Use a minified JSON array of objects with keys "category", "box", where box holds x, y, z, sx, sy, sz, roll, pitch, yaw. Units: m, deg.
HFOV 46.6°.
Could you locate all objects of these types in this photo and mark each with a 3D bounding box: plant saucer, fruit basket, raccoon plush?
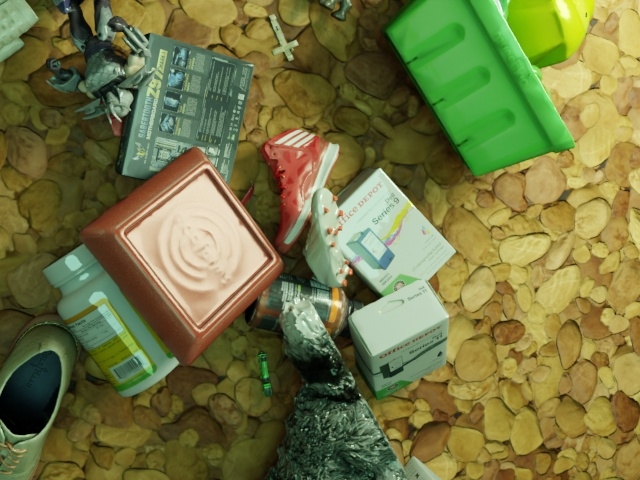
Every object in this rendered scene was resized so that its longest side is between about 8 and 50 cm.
[{"category":"plant saucer","box":[-0.191,0.014,1.147,0.258,0.047,0.259,55,52,-13]},{"category":"fruit basket","box":[0.333,-0.339,1.272,0.391,0.283,0.392,0,106,2]},{"category":"raccoon plush","box":[-0.059,0.336,1.270,0.299,0.216,0.447,-29,102,-4]}]

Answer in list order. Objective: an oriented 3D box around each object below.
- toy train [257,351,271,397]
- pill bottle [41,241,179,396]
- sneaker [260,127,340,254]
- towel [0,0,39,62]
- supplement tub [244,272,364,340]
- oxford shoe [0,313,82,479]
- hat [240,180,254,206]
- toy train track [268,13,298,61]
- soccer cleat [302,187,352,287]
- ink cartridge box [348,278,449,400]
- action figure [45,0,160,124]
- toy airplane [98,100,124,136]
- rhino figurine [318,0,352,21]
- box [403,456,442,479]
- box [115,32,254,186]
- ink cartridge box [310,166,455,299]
[{"category":"toy train","box":[-0.100,0.243,1.341,0.017,0.023,0.083,-9,98,-12]},{"category":"pill bottle","box":[-0.339,0.120,1.215,0.136,0.136,0.246,-34,102,-7]},{"category":"sneaker","box":[-0.063,-0.093,1.284,0.128,0.087,0.221,26,69,-5]},{"category":"towel","box":[-0.646,-0.372,1.143,0.324,0.056,0.312,-37,100,-5]},{"category":"supplement tub","box":[-0.027,0.120,1.303,0.197,0.106,0.106,15,93,-14]},{"category":"oxford shoe","box":[-0.508,0.313,1.188,0.140,0.146,0.397,21,94,-17]},{"category":"hat","box":[-0.193,0.040,1.297,0.208,0.183,0.173,-22,105,35]},{"category":"toy train track","box":[-0.067,-0.352,1.289,0.048,0.014,0.083,-26,101,-9]},{"category":"soccer cleat","box":[0.000,0.000,1.231,0.076,0.068,0.196,8,129,25]},{"category":"ink cartridge box","box":[0.138,0.176,1.295,0.153,0.208,0.087,-26,58,-8]},{"category":"action figure","box":[-0.351,-0.311,1.151,0.185,0.099,0.285,-21,80,16]},{"category":"toy airplane","box":[-0.303,-0.228,1.241,0.151,0.028,0.151,-2,97,-14]},{"category":"rhino figurine","box":[-0.040,-0.476,1.253,0.243,0.073,0.106,28,94,-7]},{"category":"box","box":[0.195,0.543,1.393,0.182,0.119,0.181,42,85,-14]},{"category":"box","box":[-0.223,-0.203,1.227,0.183,0.059,0.233,10,93,-29]},{"category":"ink cartridge box","box":[0.109,-0.005,1.328,0.154,0.093,0.212,-44,101,-4]}]
